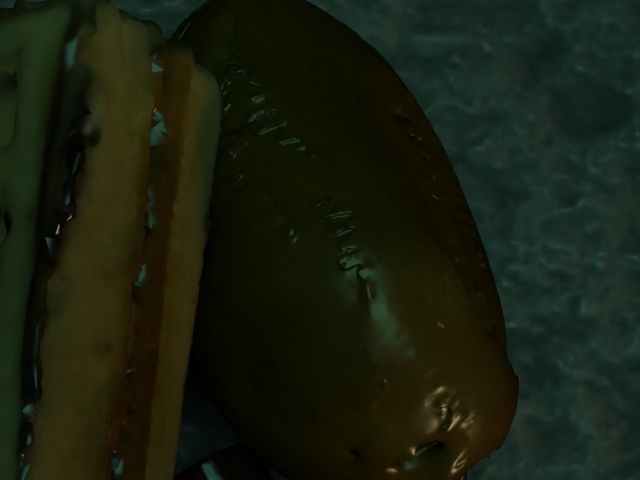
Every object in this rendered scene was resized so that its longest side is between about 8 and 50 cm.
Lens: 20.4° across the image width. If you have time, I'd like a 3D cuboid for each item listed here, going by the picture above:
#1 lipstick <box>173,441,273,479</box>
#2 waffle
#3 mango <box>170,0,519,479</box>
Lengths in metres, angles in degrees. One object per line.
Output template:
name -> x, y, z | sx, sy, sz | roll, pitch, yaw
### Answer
lipstick -> 0.033, 0.253, 0.767 | 0.057, 0.057, 0.357 | -27, 76, -14
waffle -> -0.188, 0.097, 0.714 | 0.261, 0.114, 0.376 | -3, 70, 26
mango -> 0.000, 0.000, 0.795 | 0.151, 0.156, 0.249 | -14, 74, -11
